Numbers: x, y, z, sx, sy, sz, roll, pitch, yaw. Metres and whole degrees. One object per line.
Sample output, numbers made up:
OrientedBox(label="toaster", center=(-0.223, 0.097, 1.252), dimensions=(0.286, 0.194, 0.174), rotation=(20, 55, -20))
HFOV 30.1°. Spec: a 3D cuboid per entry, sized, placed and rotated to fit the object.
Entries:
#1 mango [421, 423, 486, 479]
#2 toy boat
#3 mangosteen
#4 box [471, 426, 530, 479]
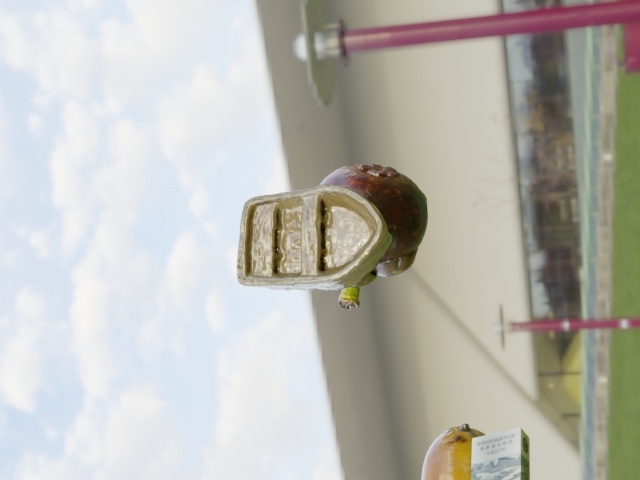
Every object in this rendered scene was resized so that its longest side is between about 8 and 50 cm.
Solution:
OrientedBox(label="mango", center=(0.147, 0.281, 1.247), dimensions=(0.115, 0.090, 0.178), rotation=(78, -158, -58))
OrientedBox(label="toy boat", center=(0.000, 0.000, 1.366), dimensions=(0.061, 0.188, 0.116), rotation=(29, -119, -58))
OrientedBox(label="mangosteen", center=(0.062, -0.011, 1.522), dimensions=(0.146, 0.156, 0.181), rotation=(-34, -48, -38))
OrientedBox(label="box", center=(0.171, 0.222, 1.129), dimensions=(0.024, 0.054, 0.083), rotation=(50, -146, -38))
